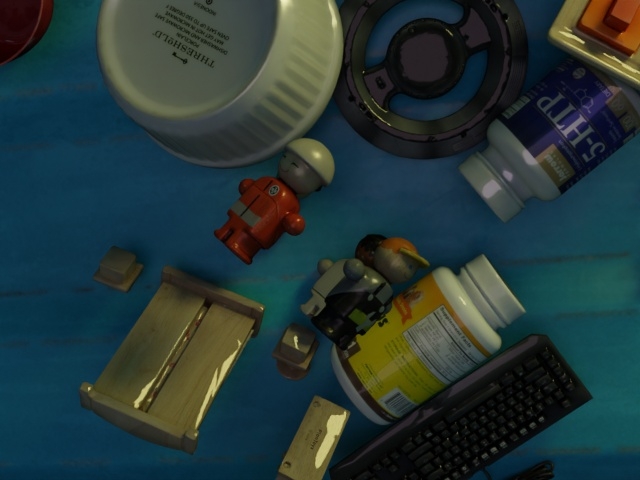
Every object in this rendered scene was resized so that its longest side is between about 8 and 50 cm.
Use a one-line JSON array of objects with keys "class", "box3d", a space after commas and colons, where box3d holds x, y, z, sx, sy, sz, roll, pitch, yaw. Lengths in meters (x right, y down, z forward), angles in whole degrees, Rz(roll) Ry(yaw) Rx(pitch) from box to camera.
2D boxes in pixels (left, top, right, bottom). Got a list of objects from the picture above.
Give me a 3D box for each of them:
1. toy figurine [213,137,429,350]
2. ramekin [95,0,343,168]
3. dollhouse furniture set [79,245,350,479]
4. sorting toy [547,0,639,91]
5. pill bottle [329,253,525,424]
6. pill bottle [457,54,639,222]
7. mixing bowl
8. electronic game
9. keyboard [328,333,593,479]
[{"class": "toy figurine", "box3d": [0.000, 0.000, 0.832, 0.209, 0.213, 0.148, 42, 85, -2]}, {"class": "ramekin", "box3d": [-0.120, -0.220, 0.827, 0.272, 0.127, 0.273, -1, 85, 17]}, {"class": "dollhouse furniture set", "box3d": [-0.167, 0.221, 0.882, 0.355, 0.303, 0.174, 23, 138, 7]}, {"class": "sorting toy", "box3d": [0.345, -0.238, 0.746, 0.347, 0.047, 0.196, 29, 80, 3]}, {"class": "pill bottle", "box3d": [0.124, 0.110, 0.871, 0.215, 0.117, 0.117, -37, 91, 11]}, {"class": "pill bottle", "box3d": [0.249, -0.109, 0.824, 0.186, 0.112, 0.112, -41, 90, 12]}, {"class": "mixing bowl", "box3d": [-0.394, -0.291, 0.904, 0.181, 0.098, 0.181, 1, 98, 8]}, {"class": "electronic game", "box3d": [0.121, -0.207, 0.861, 0.229, 0.048, 0.229, 1, 101, 6]}, {"class": "keyboard", "box3d": [0.182, 0.262, 0.900, 0.317, 0.033, 0.201, -37, 112, 11]}]
